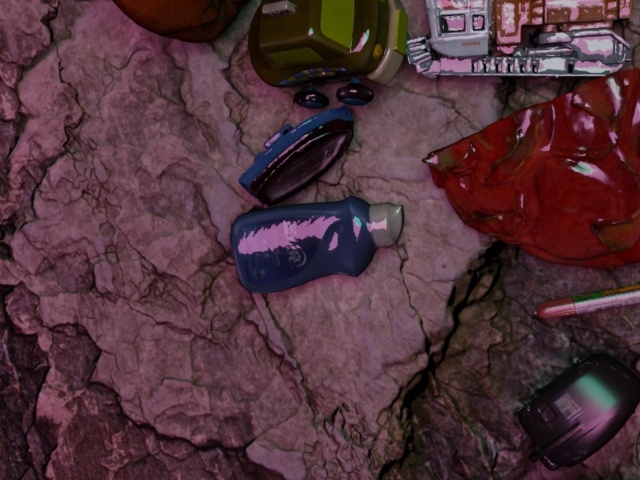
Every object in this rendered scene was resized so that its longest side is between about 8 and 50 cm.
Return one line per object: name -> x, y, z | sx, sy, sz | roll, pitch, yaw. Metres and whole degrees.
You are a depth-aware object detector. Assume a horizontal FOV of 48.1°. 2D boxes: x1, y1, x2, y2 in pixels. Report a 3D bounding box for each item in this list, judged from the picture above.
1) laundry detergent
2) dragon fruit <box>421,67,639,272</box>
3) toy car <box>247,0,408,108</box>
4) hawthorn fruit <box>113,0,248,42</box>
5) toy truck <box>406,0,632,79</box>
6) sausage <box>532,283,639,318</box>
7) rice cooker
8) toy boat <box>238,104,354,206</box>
laundry detergent -> 0.000, 0.000, 1.193 | 0.289, 0.094, 0.143 | -11, 93, 16
dragon fruit -> 0.316, -0.070, 1.035 | 0.329, 0.228, 0.286 | -7, 93, 14
toy car -> -0.014, -0.322, 1.094 | 0.247, 0.198, 0.204 | 2, 85, 37
hawthorn fruit -> -0.229, -0.448, 1.156 | 0.262, 0.258, 0.258 | 37, 104, 42
toy truck -> 0.288, -0.330, 1.076 | 0.338, 0.133, 0.184 | 0, 103, 13
sausage -> 0.442, 0.092, 1.111 | 0.223, 0.029, 0.029 | -13, 90, 16
rice cooker -> 0.388, 0.258, 1.082 | 0.203, 0.142, 0.118 | -44, 70, 13
toy boat -> -0.038, -0.149, 1.203 | 0.223, 0.100, 0.097 | -37, 48, 9
